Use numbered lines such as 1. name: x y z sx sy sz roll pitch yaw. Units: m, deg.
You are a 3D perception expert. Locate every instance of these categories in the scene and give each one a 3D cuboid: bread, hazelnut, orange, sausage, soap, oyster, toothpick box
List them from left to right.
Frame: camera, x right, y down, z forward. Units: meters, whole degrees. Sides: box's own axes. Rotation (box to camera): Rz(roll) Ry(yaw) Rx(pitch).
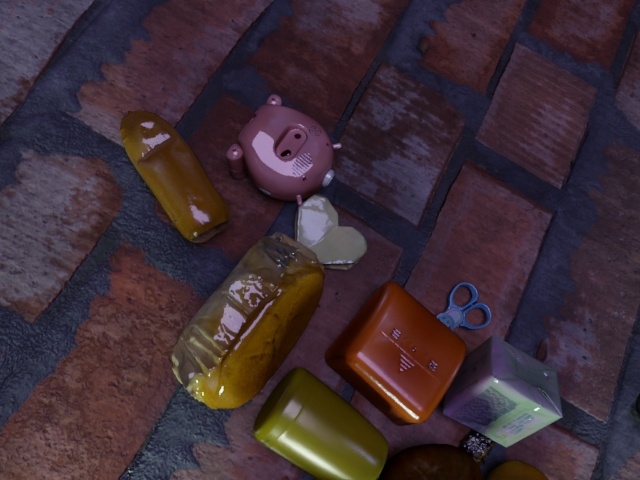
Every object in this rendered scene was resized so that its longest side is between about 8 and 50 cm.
1. sausage: -0.347 -0.160 1.172 0.134 0.116 0.354 -33 81 -4
2. bread: -0.139 0.174 1.077 0.183 0.236 0.389 35 79 16
3. toothpick box: 0.009 0.414 1.062 0.271 0.175 0.175 37 71 -4
4. hazelnut: 0.231 0.545 1.048 0.251 0.217 0.217 -40 86 -5
5. oyster: 0.387 0.480 1.196 0.086 0.029 0.132 32 73 -2
6. soap: 0.407 0.345 1.134 0.182 0.199 0.138 28 43 -4
7. orange: 0.457 0.581 1.138 0.156 0.134 0.157 4 101 22

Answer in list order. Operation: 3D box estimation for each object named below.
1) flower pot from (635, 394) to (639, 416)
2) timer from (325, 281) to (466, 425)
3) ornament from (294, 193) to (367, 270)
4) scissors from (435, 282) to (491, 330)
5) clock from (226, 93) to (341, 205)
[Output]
1. flower pot: 0.903 0.445 1.259 0.157 0.157 0.107 -37 99 -18
2. timer: 0.189 0.256 1.154 0.257 0.161 0.250 41 67 2
3. ornament: 0.000 0.000 1.233 0.180 0.059 0.201 -40 83 -19
4. scissors: 0.310 0.208 1.253 0.256 0.030 0.125 -28 79 -17
5. clock: -0.075 -0.211 1.214 0.241 0.142 0.227 32 71 6
